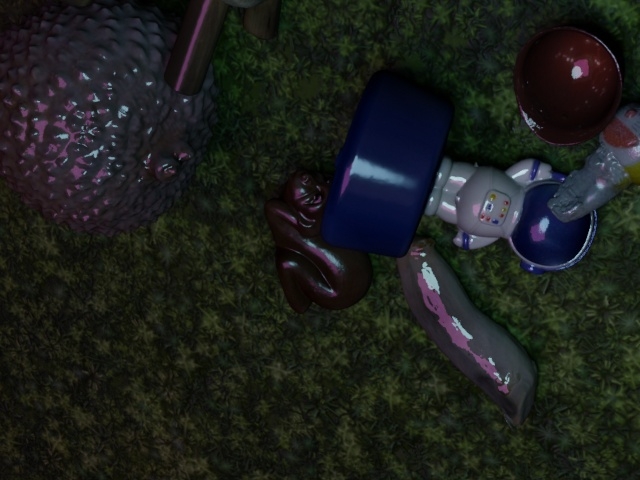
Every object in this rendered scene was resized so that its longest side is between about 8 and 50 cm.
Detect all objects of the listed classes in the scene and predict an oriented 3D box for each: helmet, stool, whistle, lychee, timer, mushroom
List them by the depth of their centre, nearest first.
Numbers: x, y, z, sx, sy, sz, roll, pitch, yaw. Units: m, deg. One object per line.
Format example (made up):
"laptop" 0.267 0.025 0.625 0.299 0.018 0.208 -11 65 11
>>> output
"whistle" 0.404 -0.111 1.789 0.223 0.123 0.123 -38 93 3
"helmet" 0.354 -0.224 1.797 0.155 0.106 0.175 17 122 24
"stool" -0.179 -0.406 1.894 0.310 0.310 0.226 37 133 8
"timer" 0.215 -0.068 1.901 0.384 0.270 0.270 18 123 4
"lychee" -0.349 -0.207 2.059 0.432 0.380 0.380 34 130 36
"mushroom" 0.228 0.142 2.072 0.351 0.097 0.109 51 127 0

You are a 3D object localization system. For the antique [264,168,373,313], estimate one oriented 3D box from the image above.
"antique" 0.000 0.000 2.115 0.143 0.121 0.257 -4 113 24
